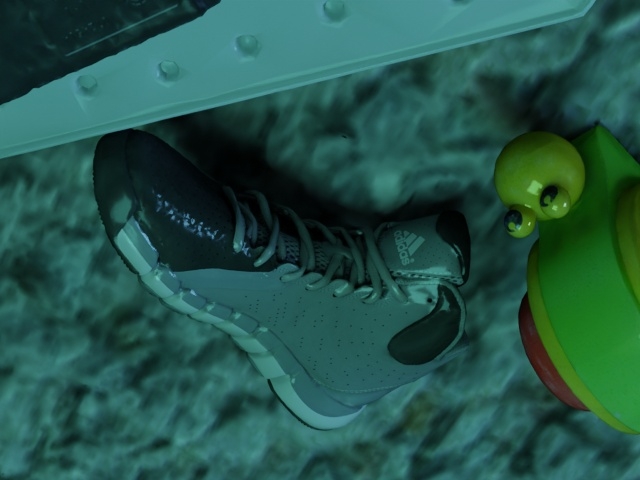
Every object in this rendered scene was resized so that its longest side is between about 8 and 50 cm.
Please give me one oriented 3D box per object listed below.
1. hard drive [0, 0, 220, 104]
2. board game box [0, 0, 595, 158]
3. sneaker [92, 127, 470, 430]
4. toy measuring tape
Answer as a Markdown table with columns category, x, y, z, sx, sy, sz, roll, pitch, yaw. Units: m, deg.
| category | x | y | z | sx | sy | sz | roll | pitch | yaw |
| --- | --- | --- | --- | --- | --- | --- | --- | --- | --- |
| hard drive | -0.137 | -0.219 | 0.636 | 0.237 | 0.064 | 0.339 | -22 | 123 | 20 |
| board game box | -0.120 | -0.219 | 0.706 | 0.390 | 0.050 | 0.390 | -12 | 125 | 14 |
| sneaker | 0.000 | 0.000 | 0.863 | 0.132 | 0.086 | 0.229 | -23 | 138 | 21 |
| toy measuring tape | 0.194 | 0.072 | 0.854 | 0.121 | 0.121 | 0.330 | -31 | 116 | 33 |
